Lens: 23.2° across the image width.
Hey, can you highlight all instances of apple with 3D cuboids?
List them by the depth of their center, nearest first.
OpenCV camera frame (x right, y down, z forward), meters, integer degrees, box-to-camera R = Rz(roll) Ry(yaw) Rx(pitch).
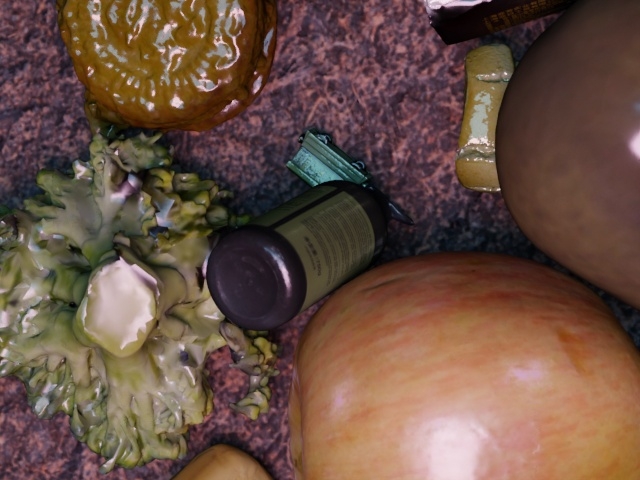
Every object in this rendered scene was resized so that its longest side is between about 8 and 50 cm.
[{"bbox_3d":[0.145,0.195,1.486,0.346,0.391,0.392,-9,89,-2],"label":"apple"}]

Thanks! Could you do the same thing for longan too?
[{"bbox_3d":[0.348,-0.084,1.479,0.360,0.361,0.361,0,91,9],"label":"longan"}]

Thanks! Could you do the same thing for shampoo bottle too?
[{"bbox_3d":[0.000,0.000,1.547,0.101,0.284,0.101,10,112,27],"label":"shampoo bottle"}]

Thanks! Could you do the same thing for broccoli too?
[{"bbox_3d":[-0.192,0.065,1.629,0.334,0.272,0.324,-47,123,0],"label":"broccoli"}]

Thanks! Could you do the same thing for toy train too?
[{"bbox_3d":[0.009,-0.078,1.681,0.093,0.038,0.056,39,102,6],"label":"toy train"}]

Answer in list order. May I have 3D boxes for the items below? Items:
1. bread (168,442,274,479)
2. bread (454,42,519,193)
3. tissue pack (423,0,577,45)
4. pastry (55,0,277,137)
[{"bbox_3d":[-0.132,0.319,1.637,0.217,0.098,0.147,-42,105,-33],"label":"bread"},{"bbox_3d":[0.178,-0.127,1.611,0.064,0.117,0.156,3,91,11],"label":"bread"},{"bbox_3d":[0.266,-0.343,1.552,0.370,0.210,0.198,-17,84,8],"label":"tissue pack"},{"bbox_3d":[-0.169,-0.235,1.659,0.235,0.132,0.240,-10,88,8],"label":"pastry"}]
